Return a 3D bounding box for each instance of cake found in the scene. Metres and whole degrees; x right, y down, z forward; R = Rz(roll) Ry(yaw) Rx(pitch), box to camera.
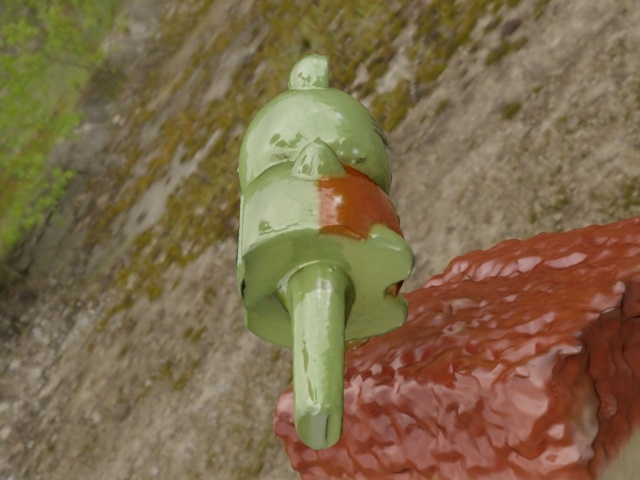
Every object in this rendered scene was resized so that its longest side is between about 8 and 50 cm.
[{"bbox_3d":[0.170,0.178,0.765,0.270,0.320,0.269,-11,15,46],"label":"cake"}]

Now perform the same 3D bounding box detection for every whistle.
[{"bbox_3d":[0.000,0.000,0.638,0.288,0.106,0.131,-94,5,-46],"label":"whistle"}]
